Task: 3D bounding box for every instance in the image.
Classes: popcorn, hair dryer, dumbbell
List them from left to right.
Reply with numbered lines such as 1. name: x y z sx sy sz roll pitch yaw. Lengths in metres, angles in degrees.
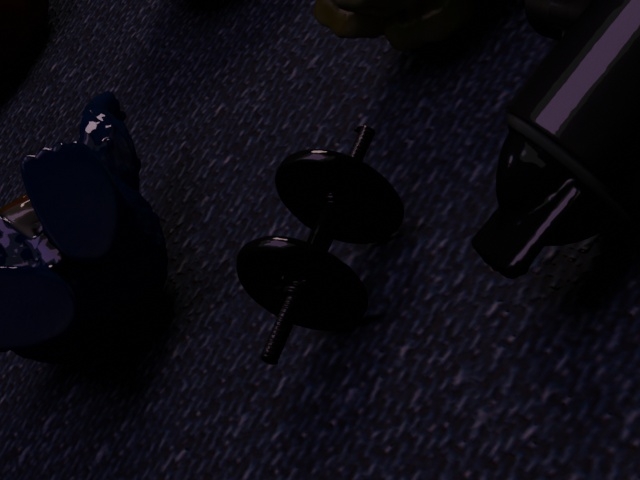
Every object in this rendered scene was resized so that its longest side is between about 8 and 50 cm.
1. dumbbell: 0.000 0.000 0.916 0.069 0.069 0.147 -20 38 48
2. popcorn: 0.049 -0.192 1.018 0.173 0.142 0.173 -45 20 21
3. hair dryer: 0.118 -0.082 0.854 0.195 0.078 0.248 -49 14 3

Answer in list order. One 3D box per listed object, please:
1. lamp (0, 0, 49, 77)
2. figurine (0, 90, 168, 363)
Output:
1. lamp: -0.362 -0.226 1.711 0.223 0.196 0.223 -6 51 8
2. figurine: -0.157 0.011 1.135 0.164 0.121 0.262 -47 9 8
